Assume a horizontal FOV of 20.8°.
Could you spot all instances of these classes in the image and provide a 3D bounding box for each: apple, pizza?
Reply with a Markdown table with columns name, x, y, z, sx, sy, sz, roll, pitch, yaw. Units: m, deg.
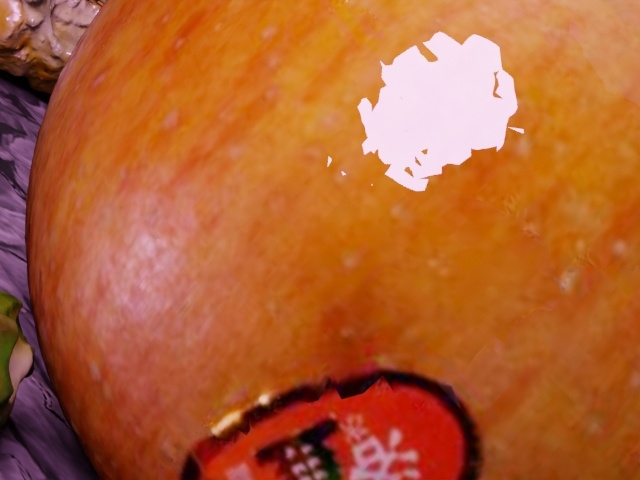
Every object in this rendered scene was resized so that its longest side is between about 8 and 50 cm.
| name | x | y | z | sx | sy | sz | roll | pitch | yaw |
| --- | --- | --- | --- | --- | --- | --- | --- | --- | --- |
| apple | 0.072 | 0.015 | 0.779 | 0.400 | 0.333 | 0.400 | 45 | 16 | -16 |
| pizza | -0.181 | -0.144 | 1.242 | 0.323 | 0.089 | 0.223 | 32 | 6 | -26 |

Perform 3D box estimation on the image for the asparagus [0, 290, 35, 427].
| name | x | y | z | sx | sy | sz | roll | pitch | yaw |
| --- | --- | --- | --- | --- | --- | --- | --- | --- | --- |
| asparagus | -0.193 | 0.023 | 0.589 | 0.085 | 0.082 | 0.343 | 4 | -13 | 35 |
